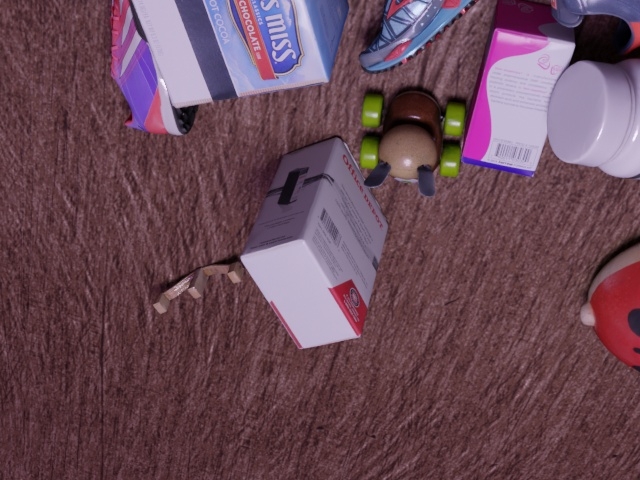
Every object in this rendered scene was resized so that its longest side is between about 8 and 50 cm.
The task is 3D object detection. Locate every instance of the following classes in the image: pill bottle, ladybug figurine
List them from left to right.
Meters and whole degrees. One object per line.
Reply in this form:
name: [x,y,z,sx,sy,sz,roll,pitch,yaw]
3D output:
pill bottle: [0.463,-0.159,1.382,0.283,0.161,0.161,5,132,-20]
ladybug figurine: [0.643,0.119,1.618,0.449,0.162,0.305,-7,126,17]

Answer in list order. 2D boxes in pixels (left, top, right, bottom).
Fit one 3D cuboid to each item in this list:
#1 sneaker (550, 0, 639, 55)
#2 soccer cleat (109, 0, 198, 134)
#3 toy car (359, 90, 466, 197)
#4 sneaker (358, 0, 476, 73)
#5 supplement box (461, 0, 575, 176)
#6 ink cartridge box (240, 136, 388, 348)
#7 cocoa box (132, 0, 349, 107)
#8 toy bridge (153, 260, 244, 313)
sneaker: [0.324,-0.370,1.319,0.350,0.131,0.148,36,119,-16]
soccer cleat: [-0.276,-0.296,1.528,0.116,0.108,0.318,1,130,16]
toy car: [0.130,-0.120,1.522,0.155,0.188,0.149,6,128,7]
sneaker: [0.138,-0.343,1.424,0.262,0.104,0.125,-39,94,29]
supplement box: [0.281,-0.219,1.462,0.111,0.114,0.220,13,130,3]
ink cartridge box: [0.000,0.000,1.592,0.114,0.273,0.197,-14,123,26]
cocoa box: [-0.118,-0.388,1.337,0.228,0.231,0.347,-7,126,16]
toy bridge: [-0.218,0.076,1.828,0.188,0.063,0.026,-22,120,25]
